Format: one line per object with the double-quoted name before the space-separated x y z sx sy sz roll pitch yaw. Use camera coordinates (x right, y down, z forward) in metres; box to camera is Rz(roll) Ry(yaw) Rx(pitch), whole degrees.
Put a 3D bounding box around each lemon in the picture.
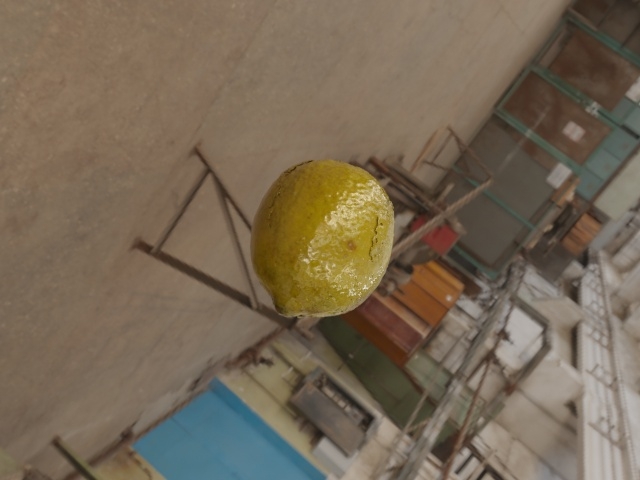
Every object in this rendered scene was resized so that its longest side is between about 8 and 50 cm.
"lemon" 0.000 0.000 1.222 0.258 0.258 0.310 107 4 -64
